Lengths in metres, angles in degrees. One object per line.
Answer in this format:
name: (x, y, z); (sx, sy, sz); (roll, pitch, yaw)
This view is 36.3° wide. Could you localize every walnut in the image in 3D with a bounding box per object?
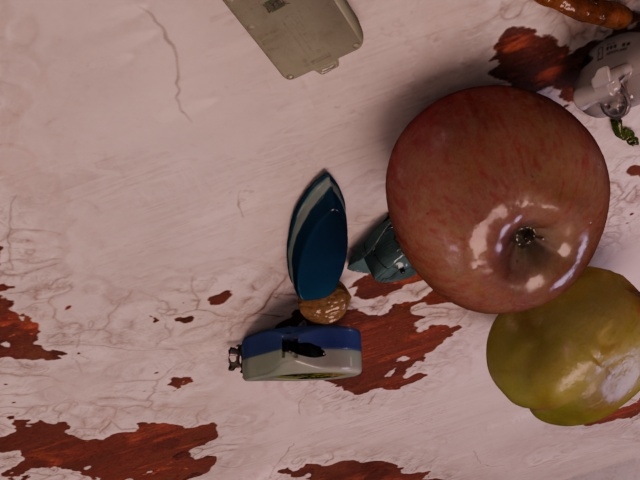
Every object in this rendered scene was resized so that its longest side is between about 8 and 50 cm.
walnut: (0.008, 0.107, 1.726); (0.096, 0.083, 0.079); (-10, -173, 4)

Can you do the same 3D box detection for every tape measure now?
tape measure: (-0.001, 0.194, 1.744); (0.215, 0.098, 0.351); (4, 168, -28)

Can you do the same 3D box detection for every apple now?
apple: (0.252, -0.046, 1.370); (0.344, 0.269, 0.345); (2, 131, 2)

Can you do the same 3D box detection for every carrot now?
carrot: (0.342, -0.303, 1.274); (0.165, 0.036, 0.036); (4, 143, -25)

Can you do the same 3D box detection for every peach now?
peach: (0.485, 0.203, 1.855); (0.281, 0.314, 0.316); (41, 98, -18)

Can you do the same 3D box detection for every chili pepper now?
chili pepper: (0.479, -0.170, 1.544); (0.027, 0.022, 0.083); (-32, 140, 27)

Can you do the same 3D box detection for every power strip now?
power strip: (-0.045, -0.286, 1.132); (0.118, 0.046, 0.270); (-22, 148, 15)

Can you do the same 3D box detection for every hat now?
hat: (0.128, 0.029, 1.653); (0.138, 0.078, 0.191); (5, 143, -25)

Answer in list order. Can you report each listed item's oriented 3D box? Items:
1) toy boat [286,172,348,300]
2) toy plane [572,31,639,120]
toy boat: (0.000, 0.000, 1.571); (0.096, 0.062, 0.299); (-7, 147, -11)
toy plane: (0.440, -0.242, 1.314); (0.244, 0.118, 0.245); (-25, -178, 1)
